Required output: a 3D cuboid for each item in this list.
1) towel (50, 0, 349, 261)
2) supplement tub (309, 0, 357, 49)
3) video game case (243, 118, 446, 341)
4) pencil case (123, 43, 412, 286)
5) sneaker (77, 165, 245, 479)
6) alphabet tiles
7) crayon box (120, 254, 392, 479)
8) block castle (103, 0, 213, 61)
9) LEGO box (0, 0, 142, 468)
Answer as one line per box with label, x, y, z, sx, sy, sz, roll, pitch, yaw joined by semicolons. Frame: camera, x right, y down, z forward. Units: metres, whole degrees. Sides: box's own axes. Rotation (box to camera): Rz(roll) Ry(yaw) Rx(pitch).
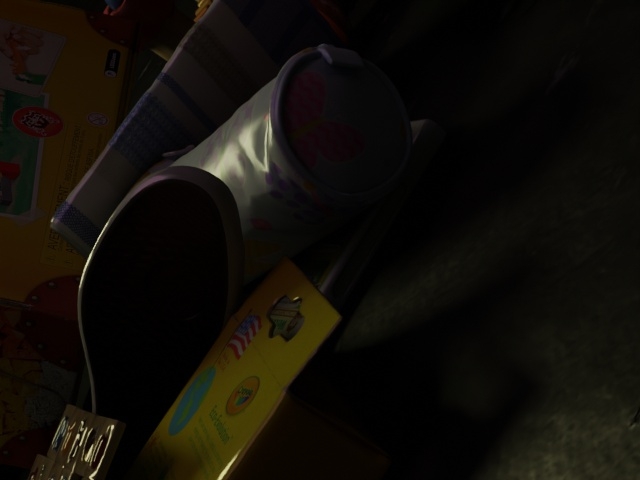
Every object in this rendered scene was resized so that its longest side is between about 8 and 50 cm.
towel;-0.087;-0.077;1.567;0.034;0.209;0.285;28;79;37
supplement tub;-0.039;-0.163;1.734;0.198;0.106;0.106;-58;16;-12
video game case;0.000;0.000;1.435;0.193;0.023;0.212;-58;16;-10
pencil case;-0.046;-0.041;1.395;0.273;0.113;0.124;-30;45;55
sneaker;-0.104;0.055;1.339;0.123;0.106;0.290;-60;-13;-55
alphabet tiles;-0.187;0.204;1.261;0.198;0.009;0.237;-69;14;-7
crayon box;-0.068;0.173;1.173;0.318;0.081;0.202;-55;15;3
block castle;-0.069;-0.410;2.126;0.453;0.213;0.303;-48;17;24
LEGO box;-0.390;-0.045;1.871;0.500;0.372;0.193;-88;11;-52
